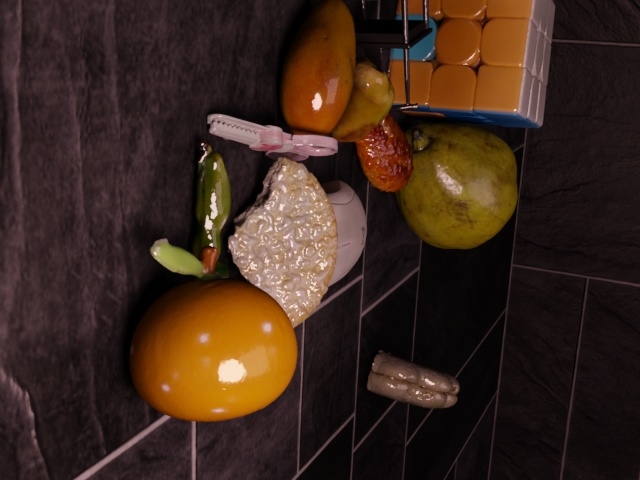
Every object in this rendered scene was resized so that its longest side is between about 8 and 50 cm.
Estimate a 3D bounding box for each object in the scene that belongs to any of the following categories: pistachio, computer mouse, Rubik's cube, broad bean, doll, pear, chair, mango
[{"bbox_3d":[0.064,-0.250,1.469,0.100,0.110,0.189,-18,156,-24],"label":"pistachio"},{"bbox_3d":[0.000,0.000,1.444,0.297,0.121,0.184,-26,124,-64],"label":"computer mouse"},{"bbox_3d":[0.332,-0.406,1.837,0.290,0.292,0.291,-3,100,-66],"label":"Rubik's cube"},{"bbox_3d":[-0.149,-0.034,1.167,0.070,0.048,0.213,-37,132,-58],"label":"broad bean"},{"bbox_3d":[-0.136,0.110,1.080,0.213,0.213,0.236,-7,94,-66],"label":"doll"},{"bbox_3d":[0.287,-0.136,1.889,0.375,0.287,0.287,43,58,-47],"label":"pear"},{"bbox_3d":[0.114,-0.376,1.521,0.141,0.154,0.260,-46,137,-53],"label":"chair"},{"bbox_3d":[0.001,-0.279,1.339,0.138,0.113,0.253,57,42,-65],"label":"mango"}]

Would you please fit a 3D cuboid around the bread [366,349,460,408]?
[{"bbox_3d":[0.239,0.352,2.065,0.337,0.183,0.102,28,80,-65],"label":"bread"}]

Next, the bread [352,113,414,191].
[{"bbox_3d":[0.120,-0.199,1.679,0.269,0.095,0.139,67,31,-46],"label":"bread"}]

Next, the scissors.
[{"bbox_3d":[-0.078,-0.150,1.250,0.242,0.118,0.030,10,76,-54],"label":"scissors"}]

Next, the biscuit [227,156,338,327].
[{"bbox_3d":[-0.059,0.005,1.297,0.188,0.040,0.265,1,94,-27],"label":"biscuit"}]
